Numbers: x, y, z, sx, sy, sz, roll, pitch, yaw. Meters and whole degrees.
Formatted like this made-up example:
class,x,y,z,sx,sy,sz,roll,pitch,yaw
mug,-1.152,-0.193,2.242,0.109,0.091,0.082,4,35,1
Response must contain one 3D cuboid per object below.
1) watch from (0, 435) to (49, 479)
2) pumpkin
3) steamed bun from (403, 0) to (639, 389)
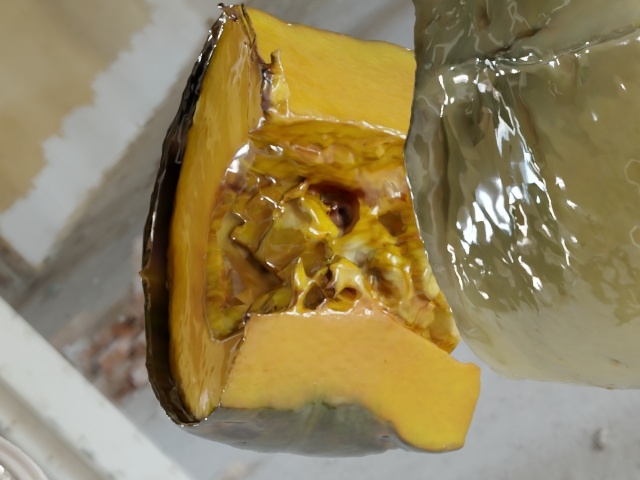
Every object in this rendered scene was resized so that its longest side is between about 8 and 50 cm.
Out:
class,x,y,z,sx,sy,sz,roll,pitch,yaw
watch,-0.234,0.237,0.799,0.231,0.244,0.196,-24,-39,-27
pumpkin,0.000,0.000,1.028,0.256,0.225,0.303,-158,82,-70
steamed bun,0.085,-0.041,0.470,0.110,0.212,0.231,-6,24,-19
